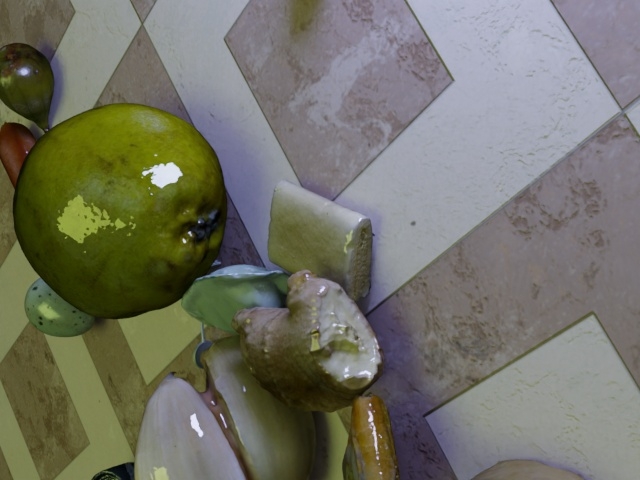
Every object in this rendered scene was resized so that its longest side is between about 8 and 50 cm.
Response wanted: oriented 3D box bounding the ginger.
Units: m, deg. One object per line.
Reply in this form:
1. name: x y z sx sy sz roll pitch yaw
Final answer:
1. ginger: -0.019 0.142 1.354 0.275 0.130 0.221 12 131 38

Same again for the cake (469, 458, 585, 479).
1. cake: 0.184 0.447 1.107 0.332 0.321 0.333 17 113 47

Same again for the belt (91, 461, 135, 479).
1. belt: -0.390 0.564 1.932 0.122 0.128 0.218 -18 85 19

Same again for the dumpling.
1. dumpling: -0.131 0.079 1.498 0.152 0.108 0.219 40 131 -20

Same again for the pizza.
1. pizza: 0.066 0.333 1.329 0.297 0.071 0.189 87 176 -59

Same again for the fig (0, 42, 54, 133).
1. fig: -0.586 -0.314 1.935 0.127 0.185 0.133 -50 49 -1

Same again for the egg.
1. egg: -0.538 0.142 1.970 0.164 0.131 0.131 35 125 26

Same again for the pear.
1. pear: -0.328 -0.050 1.533 0.413 0.351 0.352 11 108 51

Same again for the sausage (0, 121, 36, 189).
1. sausage: -0.603 -0.116 2.006 0.089 0.083 0.300 -33 79 38

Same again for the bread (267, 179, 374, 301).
1. bread: 0.000 0.000 1.381 0.178 0.060 0.140 29 122 40

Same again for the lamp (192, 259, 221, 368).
1. lamp: -0.196 0.131 1.643 0.056 0.050 0.199 10 107 45

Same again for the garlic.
1. garlic: -0.145 0.324 1.499 0.249 0.285 0.313 -114 14 -82
